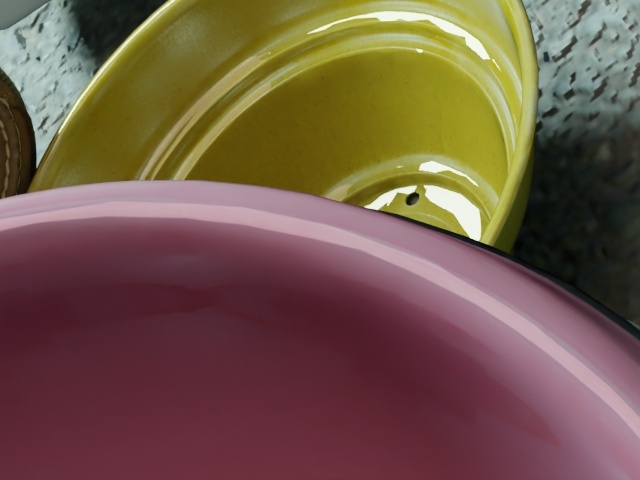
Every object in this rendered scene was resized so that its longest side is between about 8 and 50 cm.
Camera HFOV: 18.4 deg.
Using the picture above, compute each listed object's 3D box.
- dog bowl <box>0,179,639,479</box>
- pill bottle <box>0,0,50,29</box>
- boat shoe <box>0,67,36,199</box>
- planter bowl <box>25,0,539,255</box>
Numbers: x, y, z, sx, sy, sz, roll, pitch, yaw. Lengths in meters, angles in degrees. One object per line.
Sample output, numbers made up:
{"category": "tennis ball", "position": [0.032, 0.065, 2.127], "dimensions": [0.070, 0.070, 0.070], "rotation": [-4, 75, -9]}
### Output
{"category": "dog bowl", "position": [-0.038, 0.165, 0.464], "dimensions": [0.408, 0.150, 0.408], "rotation": [-6, 68, 14]}
{"category": "pill bottle", "position": [-0.052, -0.229, 0.836], "dimensions": [0.318, 0.176, 0.176], "rotation": [-33, 45, 17]}
{"category": "boat shoe", "position": [-0.185, 0.071, 0.712], "dimensions": [0.307, 0.111, 0.104], "rotation": [-64, 15, -2]}
{"category": "planter bowl", "position": [0.000, 0.000, 0.694], "dimensions": [0.217, 0.090, 0.217], "rotation": [-21, 49, 26]}
